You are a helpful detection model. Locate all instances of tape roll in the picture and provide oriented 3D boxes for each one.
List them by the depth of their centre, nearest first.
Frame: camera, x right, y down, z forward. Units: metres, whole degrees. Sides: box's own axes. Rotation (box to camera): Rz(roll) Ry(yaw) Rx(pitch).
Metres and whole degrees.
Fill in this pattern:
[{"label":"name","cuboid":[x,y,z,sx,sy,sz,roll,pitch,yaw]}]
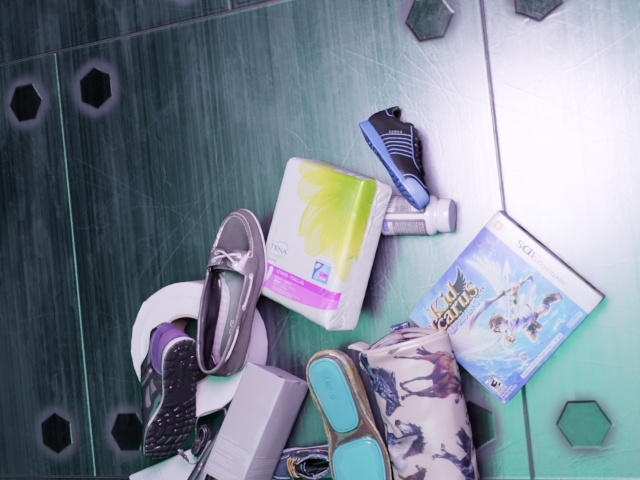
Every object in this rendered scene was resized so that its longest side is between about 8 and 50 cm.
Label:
[{"label":"tape roll","cuboid":[-0.260,0.225,1.757,0.286,0.100,0.286,1,92,23]}]

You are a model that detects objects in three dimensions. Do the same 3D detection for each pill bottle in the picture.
[{"label":"pill bottle","cuboid":[0.186,-0.048,1.580,0.137,0.078,0.078,1,91,22]}]

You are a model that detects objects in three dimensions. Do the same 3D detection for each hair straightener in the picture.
[{"label":"hair straightener","cuboid":[-0.247,0.440,1.681,0.089,0.047,0.230,22,99,-9]}]

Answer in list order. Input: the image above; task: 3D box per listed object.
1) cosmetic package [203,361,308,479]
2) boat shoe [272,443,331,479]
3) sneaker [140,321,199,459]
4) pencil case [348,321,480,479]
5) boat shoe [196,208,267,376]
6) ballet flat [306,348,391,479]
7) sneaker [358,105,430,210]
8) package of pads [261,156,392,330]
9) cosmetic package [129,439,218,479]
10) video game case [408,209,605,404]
[{"label":"cosmetic package","cuboid":[-0.126,0.374,1.664,0.107,0.127,0.238,18,83,28]},{"label":"boat shoe","cuboid":[-0.044,0.457,1.680,0.183,0.083,0.065,-20,83,22]},{"label":"sneaker","cuboid":[-0.320,0.305,1.693,0.124,0.107,0.283,32,112,47]},{"label":"pencil case","cuboid":[0.187,0.361,1.515,0.183,0.160,0.410,-9,96,39]},{"label":"boat shoe","cuboid":[-0.179,0.103,1.616,0.112,0.095,0.335,6,91,24]},{"label":"ballet flat","cuboid":[0.065,0.377,1.619,0.123,0.123,0.349,-19,87,21]},{"label":"sneaker","cuboid":[0.160,-0.164,1.561,0.090,0.081,0.232,-30,60,0]},{"label":"package of pads","cuboid":[0.000,0.000,1.609,0.229,0.101,0.297,23,101,45]},{"label":"cosmetic package","cuboid":[-0.287,0.515,1.782,0.231,0.085,0.117,-25,81,18]},{"label":"video game case","cuboid":[0.339,0.123,1.530,0.244,0.061,0.269,43,106,17]}]
